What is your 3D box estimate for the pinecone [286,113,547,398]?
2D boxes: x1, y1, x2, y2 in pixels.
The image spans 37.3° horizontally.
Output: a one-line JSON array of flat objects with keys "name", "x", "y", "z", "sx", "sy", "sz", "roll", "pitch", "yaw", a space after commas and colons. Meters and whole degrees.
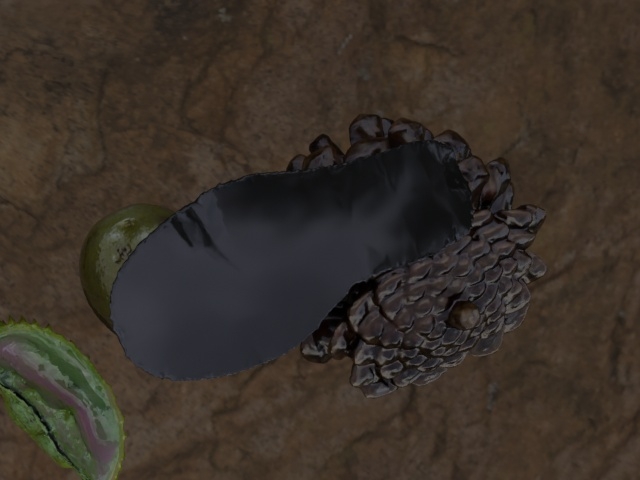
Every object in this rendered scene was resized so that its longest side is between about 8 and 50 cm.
[{"name": "pinecone", "x": 0.055, "y": 0.002, "z": 0.689, "sx": 0.207, "sy": 0.207, "sz": 0.208, "roll": -9, "pitch": 109, "yaw": -29}]

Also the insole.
[{"name": "insole", "x": 0.000, "y": 0.000, "z": 0.354, "sx": 0.188, "sy": 0.004, "sz": 0.064, "roll": -22, "pitch": 93, "yaw": -42}]

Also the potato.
[{"name": "potato", "x": -0.244, "y": 0.061, "z": 1.353, "sx": 0.251, "sy": 0.174, "sz": 0.159, "roll": 84, "pitch": 20, "yaw": -48}]

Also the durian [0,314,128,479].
[{"name": "durian", "x": -0.443, "y": 0.266, "z": 1.570, "sx": 0.158, "sy": 0.169, "sz": 0.352, "roll": -39, "pitch": 103, "yaw": -3}]
